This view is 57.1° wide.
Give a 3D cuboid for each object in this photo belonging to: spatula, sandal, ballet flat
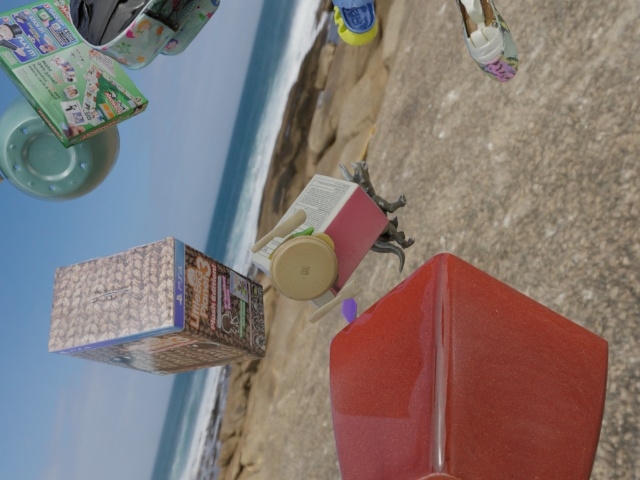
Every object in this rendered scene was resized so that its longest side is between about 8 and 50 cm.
[{"bbox_3d":[0.139,0.224,1.578,0.296,0.030,0.084,29,121,48],"label":"spatula"},{"bbox_3d":[0.053,-0.629,1.386,0.317,0.126,0.138,61,171,5],"label":"sandal"},{"bbox_3d":[0.269,-0.373,0.999,0.077,0.079,0.221,-19,91,33],"label":"ballet flat"}]

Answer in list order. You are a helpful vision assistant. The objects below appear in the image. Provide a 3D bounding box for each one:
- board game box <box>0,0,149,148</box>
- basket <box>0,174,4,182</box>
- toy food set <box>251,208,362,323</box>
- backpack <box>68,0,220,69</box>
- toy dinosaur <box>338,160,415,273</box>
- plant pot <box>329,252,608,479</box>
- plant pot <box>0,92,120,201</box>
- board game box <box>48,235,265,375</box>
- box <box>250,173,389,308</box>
[{"bbox_3d":[-0.567,-0.380,1.304,0.213,0.317,0.046,-38,1,-35],"label":"board game box"},{"bbox_3d":[-0.825,-0.129,1.330,0.167,0.103,0.113,-42,4,-4],"label":"basket"},{"bbox_3d":[-0.026,0.046,1.055,0.132,0.192,0.038,-36,18,1],"label":"toy food set"},{"bbox_3d":[-0.331,-0.448,1.085,0.253,0.225,0.191,-46,-28,8],"label":"backpack"},{"bbox_3d":[0.125,-0.036,1.385,0.121,0.161,0.313,110,159,-54],"label":"toy dinosaur"},{"bbox_3d":[0.165,0.221,0.714,0.267,0.267,0.235,-47,20,44],"label":"plant pot"},{"bbox_3d":[-0.642,-0.223,1.426,0.235,0.293,0.292,-131,55,-65],"label":"plant pot"},{"bbox_3d":[-0.263,0.128,1.012,0.291,0.232,0.141,40,-140,-59],"label":"board game box"},{"bbox_3d":[0.000,0.000,1.183,0.232,0.127,0.149,-54,36,-11],"label":"box"}]
